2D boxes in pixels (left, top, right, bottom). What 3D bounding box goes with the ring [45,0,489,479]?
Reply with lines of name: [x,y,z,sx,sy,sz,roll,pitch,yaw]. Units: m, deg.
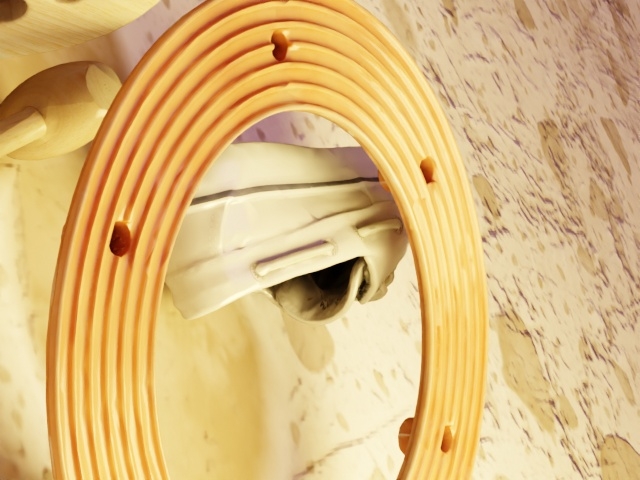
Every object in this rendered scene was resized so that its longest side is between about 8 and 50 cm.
ring: [-0.016,0.050,0.832,0.337,0.032,0.336,1,89,-55]

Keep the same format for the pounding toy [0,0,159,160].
pounding toy: [-0.135,-0.105,0.686,0.269,0.154,0.154,32,41,-53]

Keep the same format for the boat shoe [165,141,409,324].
boat shoe: [0.000,0.000,0.961,0.267,0.096,0.088,1,72,-64]
